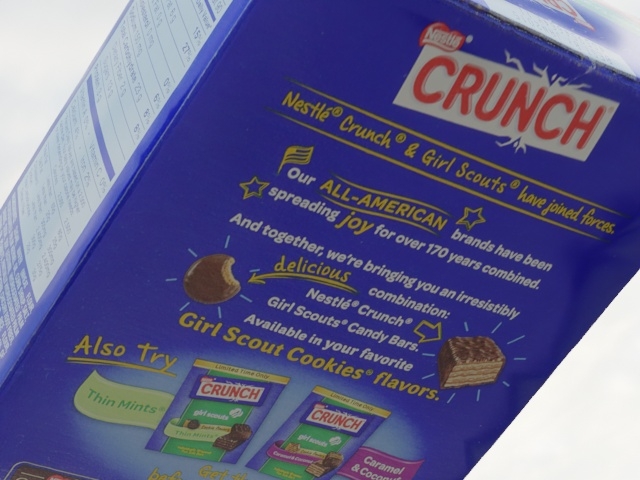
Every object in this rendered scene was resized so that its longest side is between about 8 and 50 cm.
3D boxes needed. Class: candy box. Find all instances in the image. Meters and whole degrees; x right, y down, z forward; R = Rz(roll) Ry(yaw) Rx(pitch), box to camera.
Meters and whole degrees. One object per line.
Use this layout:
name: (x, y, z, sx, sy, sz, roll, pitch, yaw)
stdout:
candy box: (0.000, 0.000, 0.756, 0.268, 0.122, 0.317, 20, -60, -33)
